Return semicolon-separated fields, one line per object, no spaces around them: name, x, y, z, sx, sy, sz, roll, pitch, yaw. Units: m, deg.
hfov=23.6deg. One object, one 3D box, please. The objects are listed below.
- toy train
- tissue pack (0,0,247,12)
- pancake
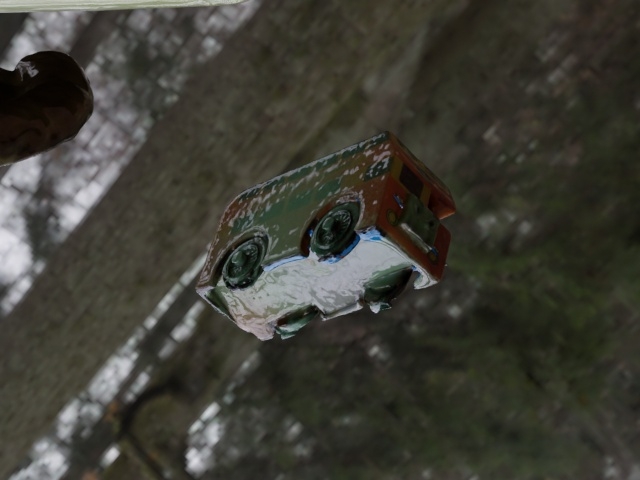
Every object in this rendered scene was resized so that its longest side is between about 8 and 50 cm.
toy train;0.000;0.000;0.995;0.072;0.188;0.099;39;-131;-32
tissue pack;-0.095;-0.175;0.657;0.159;0.234;0.125;-45;-52;-45
pancake;-0.164;-0.052;0.475;0.190;0.020;0.184;-7;-157;-42
